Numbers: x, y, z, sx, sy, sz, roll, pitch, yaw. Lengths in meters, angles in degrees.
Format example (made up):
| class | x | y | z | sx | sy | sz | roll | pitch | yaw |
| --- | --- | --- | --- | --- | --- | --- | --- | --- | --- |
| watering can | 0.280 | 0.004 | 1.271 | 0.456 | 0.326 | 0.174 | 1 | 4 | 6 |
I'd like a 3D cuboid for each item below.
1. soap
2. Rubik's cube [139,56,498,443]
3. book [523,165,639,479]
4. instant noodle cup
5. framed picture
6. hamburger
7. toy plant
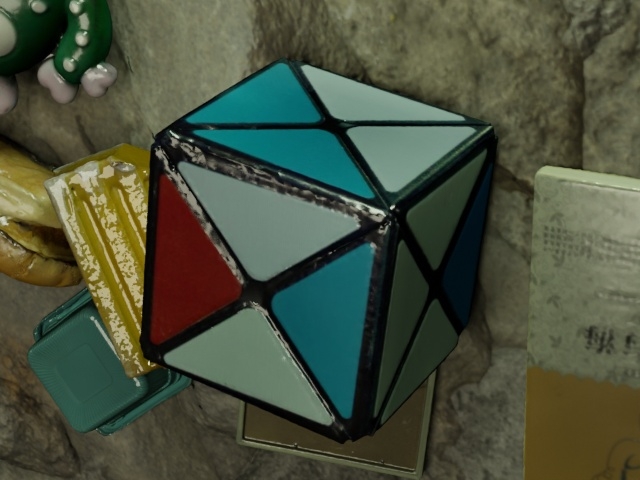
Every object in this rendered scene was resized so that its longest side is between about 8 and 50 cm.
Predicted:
| class | x | y | z | sx | sy | sz | roll | pitch | yaw |
| --- | --- | --- | --- | --- | --- | --- | --- | --- | --- |
| soap | -0.178 | 0.014 | 1.716 | 0.140 | 0.073 | 0.232 | -21 | 103 | 6 |
| Rubik's cube | 0.000 | 0.001 | 1.529 | 0.248 | 0.246 | 0.250 | 18 | 120 | 21 |
| book | 0.321 | 0.130 | 1.543 | 0.269 | 0.032 | 0.389 | 10 | 115 | 26 |
| instant noodle cup | -0.246 | 0.136 | 1.839 | 0.179 | 0.070 | 0.157 | -34 | 91 | 37 |
| framed picture | 0.015 | 0.165 | 1.708 | 0.203 | 0.015 | 0.150 | 9 | 117 | 9 |
| hamburger | -0.362 | -0.039 | 1.785 | 0.262 | 0.131 | 0.124 | 30 | 111 | 14 |
| toy plant | -0.316 | -0.246 | 1.674 | 0.243 | 0.112 | 0.233 | -6 | 104 | 25 |
